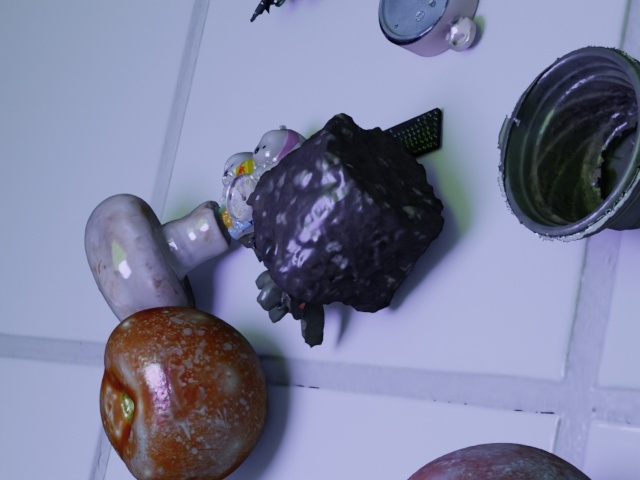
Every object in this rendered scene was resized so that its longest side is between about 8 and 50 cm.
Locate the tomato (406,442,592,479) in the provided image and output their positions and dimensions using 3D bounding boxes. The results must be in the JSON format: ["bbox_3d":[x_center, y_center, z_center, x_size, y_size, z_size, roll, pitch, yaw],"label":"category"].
[{"bbox_3d":[0.183,0.368,1.528,0.283,0.317,0.316,9,82,36],"label":"tomato"}]

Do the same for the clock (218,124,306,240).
[{"bbox_3d":[-0.081,-0.088,2.214,0.231,0.103,0.144,-27,64,43],"label":"clock"}]

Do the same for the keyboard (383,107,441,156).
[{"bbox_3d":[0.096,-0.131,2.087,0.204,0.013,0.061,-19,60,46],"label":"keyboard"}]

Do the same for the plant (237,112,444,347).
[{"bbox_3d":[0.000,0.000,1.988,0.312,0.213,0.215,-41,49,30],"label":"plant"}]

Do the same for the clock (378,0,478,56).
[{"bbox_3d":[0.151,-0.341,2.070,0.155,0.063,0.229,-54,42,22],"label":"clock"}]

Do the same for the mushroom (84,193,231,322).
[{"bbox_3d":[-0.245,0.027,2.306,0.243,0.244,0.243,-24,57,44],"label":"mushroom"}]

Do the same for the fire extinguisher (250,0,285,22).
[{"bbox_3d":[-0.009,-0.449,2.292,0.294,0.093,0.118,-40,22,35],"label":"fire extinguisher"}]

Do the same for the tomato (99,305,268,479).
[{"bbox_3d":[-0.192,0.225,2.123,0.270,0.223,0.270,173,90,-66],"label":"tomato"}]

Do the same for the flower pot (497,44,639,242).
[{"bbox_3d":[0.329,-0.095,1.683,0.235,0.141,0.235,-27,54,43],"label":"flower pot"}]
